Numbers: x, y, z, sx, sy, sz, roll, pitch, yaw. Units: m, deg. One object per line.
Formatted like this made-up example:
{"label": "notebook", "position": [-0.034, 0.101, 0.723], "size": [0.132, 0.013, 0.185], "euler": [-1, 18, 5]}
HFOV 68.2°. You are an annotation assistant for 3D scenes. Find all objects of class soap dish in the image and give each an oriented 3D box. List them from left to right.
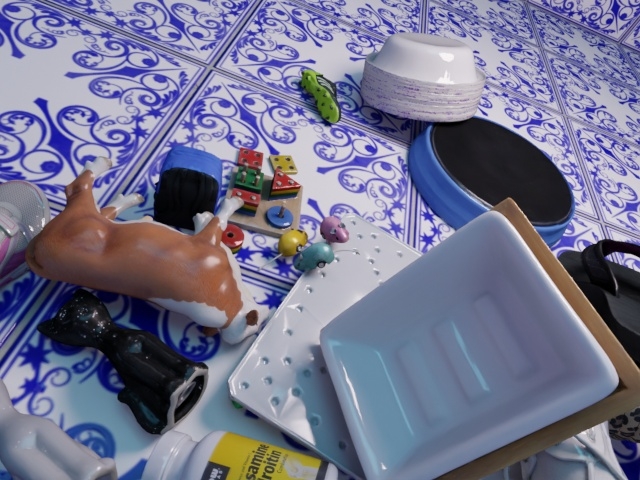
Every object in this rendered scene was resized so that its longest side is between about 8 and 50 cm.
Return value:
{"label": "soap dish", "position": [0.153, 0.130, 0.522], "size": [0.118, 0.291, 0.229], "euler": [24, 35, -47]}

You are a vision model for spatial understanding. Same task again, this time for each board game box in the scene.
{"label": "board game box", "position": [0.125, 0.174, 0.687], "size": [0.390, 0.050, 0.390], "euler": [31, 46, 5]}

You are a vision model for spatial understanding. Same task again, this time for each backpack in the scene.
{"label": "backpack", "position": [-0.202, -0.087, 0.721], "size": [0.098, 0.120, 0.101], "euler": [8, 49, -17]}

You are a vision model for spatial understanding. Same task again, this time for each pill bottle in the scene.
{"label": "pill bottle", "position": [-0.081, 0.255, 0.478], "size": [0.184, 0.103, 0.103], "euler": [13, 46, 8]}

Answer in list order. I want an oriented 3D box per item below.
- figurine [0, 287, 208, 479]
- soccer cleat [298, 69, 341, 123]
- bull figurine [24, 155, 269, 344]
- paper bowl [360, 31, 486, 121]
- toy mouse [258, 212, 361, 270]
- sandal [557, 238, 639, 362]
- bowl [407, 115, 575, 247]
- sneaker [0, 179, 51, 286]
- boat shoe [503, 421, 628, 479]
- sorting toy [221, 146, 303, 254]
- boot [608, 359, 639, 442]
{"label": "figurine", "position": [-0.271, 0.164, 0.509], "size": [0.209, 0.092, 0.215], "euler": [30, 46, 15]}
{"label": "soccer cleat", "position": [0.014, -0.330, 1.070], "size": [0.072, 0.060, 0.179], "euler": [-8, 52, -31]}
{"label": "bull figurine", "position": [-0.198, 0.018, 0.618], "size": [0.310, 0.101, 0.188], "euler": [19, 53, -20]}
{"label": "paper bowl", "position": [0.243, -0.394, 1.109], "size": [0.284, 0.148, 0.284], "euler": [5, 32, -3]}
{"label": "toy mouse", "position": [0.000, 0.000, 0.727], "size": [0.143, 0.031, 0.161], "euler": [11, 42, 40]}
{"label": "sandal", "position": [0.527, 0.073, 0.793], "size": [0.167, 0.107, 0.446], "euler": [10, 17, 10]}
{"label": "bowl", "position": [0.389, -0.143, 1.059], "size": [0.391, 0.077, 0.391], "euler": [12, 48, -14]}
{"label": "sneaker", "position": [-0.407, 0.007, 0.556], "size": [0.103, 0.111, 0.252], "euler": [18, 46, -9]}
{"label": "boat shoe", "position": [0.269, 0.223, 0.561], "size": [0.156, 0.136, 0.367], "euler": [39, 43, -11]}
{"label": "sorting toy", "position": [-0.093, -0.082, 0.816], "size": [0.132, 0.046, 0.274], "euler": [15, 47, -12]}
{"label": "boot", "position": [0.568, 0.266, 0.704], "size": [0.284, 0.377, 0.138], "euler": [8, 80, 27]}
